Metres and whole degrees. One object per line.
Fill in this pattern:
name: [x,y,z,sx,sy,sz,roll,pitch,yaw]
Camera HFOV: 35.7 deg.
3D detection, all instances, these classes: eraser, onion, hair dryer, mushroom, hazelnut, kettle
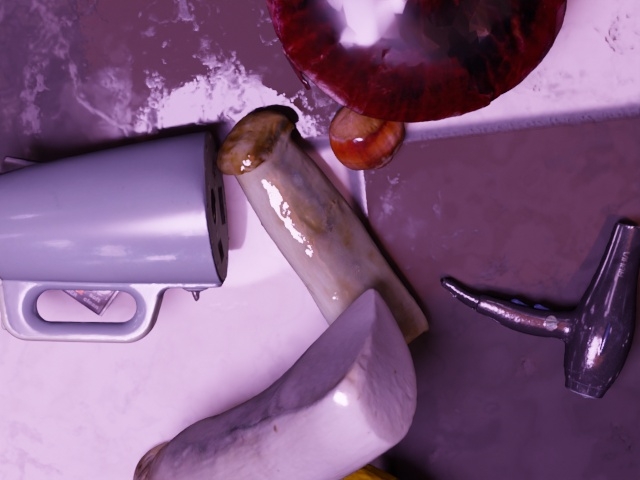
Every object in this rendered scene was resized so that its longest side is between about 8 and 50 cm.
eraser: [-0.283,0.030,1.126,0.122,0.029,0.052,36,99,-6]
onion: [0.092,-0.259,0.943,0.314,0.232,0.313,0,103,1]
hair dryer: [0.243,0.059,1.103,0.219,0.075,0.195,14,93,7]
mushroom: [0.000,0.000,1.078,0.100,0.081,0.312,-40,103,-22]
hazelnut: [0.051,-0.113,1.060,0.086,0.086,0.086,0,103,2]
kettle: [-0.223,0.004,1.045,0.243,0.160,0.210,-7,97,2]
mushroom: [-0.073,0.220,1.048,0.397,0.177,0.126,-36,113,26]

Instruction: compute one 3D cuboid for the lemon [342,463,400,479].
lemon: [0.039,0.354,1.097,0.204,0.204,0.260,-42,91,10]
